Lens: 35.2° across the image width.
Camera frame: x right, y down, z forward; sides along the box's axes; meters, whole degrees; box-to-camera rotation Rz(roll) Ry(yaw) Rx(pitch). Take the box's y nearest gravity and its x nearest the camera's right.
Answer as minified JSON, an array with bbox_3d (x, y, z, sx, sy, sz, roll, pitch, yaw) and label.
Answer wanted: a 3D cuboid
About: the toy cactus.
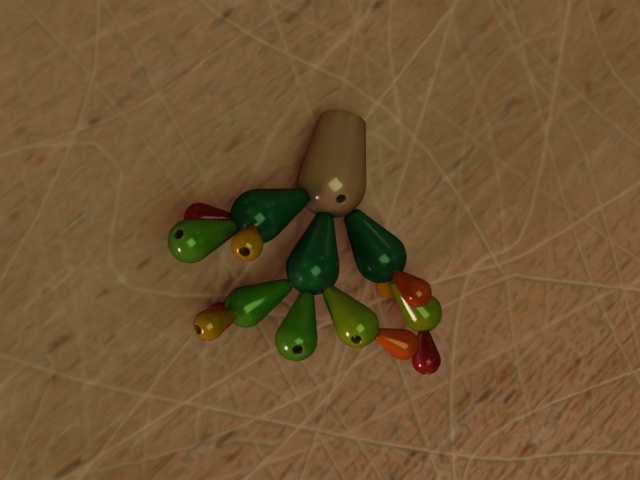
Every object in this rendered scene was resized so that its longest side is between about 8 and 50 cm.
[{"bbox_3d":[0.000,0.000,0.717,0.219,0.112,0.181,16,74,-16],"label":"toy cactus"}]
